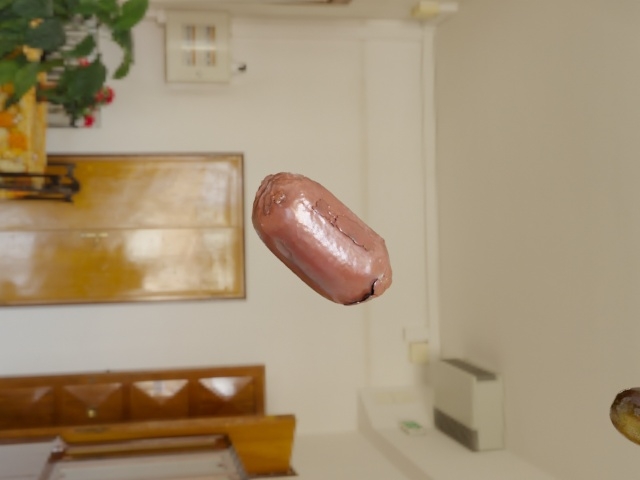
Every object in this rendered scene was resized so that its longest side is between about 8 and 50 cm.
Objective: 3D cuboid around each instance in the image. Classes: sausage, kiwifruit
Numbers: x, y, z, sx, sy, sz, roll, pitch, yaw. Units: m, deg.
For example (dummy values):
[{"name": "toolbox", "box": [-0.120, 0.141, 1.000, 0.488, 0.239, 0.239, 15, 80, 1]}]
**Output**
[{"name": "sausage", "box": [0.000, 0.000, 0.759, 0.076, 0.141, 0.076, -42, -165, 14]}, {"name": "kiwifruit", "box": [0.411, 0.221, 1.077, 0.124, 0.075, 0.075, 28, -50, 28]}]
